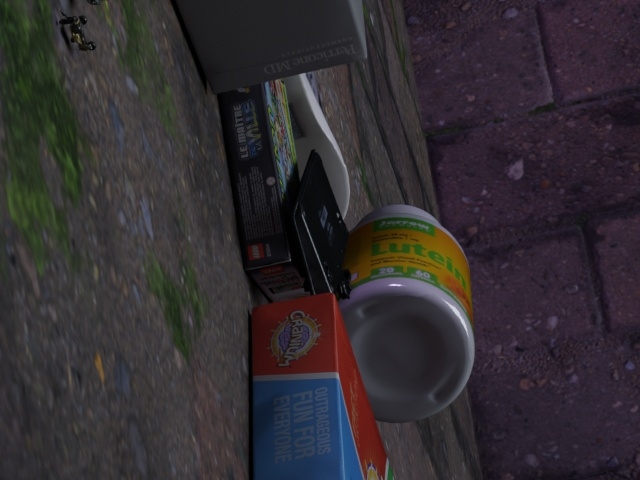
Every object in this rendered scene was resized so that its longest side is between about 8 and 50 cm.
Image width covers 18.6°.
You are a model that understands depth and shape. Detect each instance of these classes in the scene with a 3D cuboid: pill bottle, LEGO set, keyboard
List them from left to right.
[{"bbox_3d":[-0.133,-0.142,1.060,0.083,0.023,0.054,-75,153,-45],"label":"LEGO set"},{"bbox_3d":[0.000,0.000,1.516,0.180,0.023,0.108,-73,143,-73],"label":"keyboard"},{"bbox_3d":[0.071,0.055,1.800,0.245,0.136,0.136,-83,160,-68],"label":"pill bottle"}]

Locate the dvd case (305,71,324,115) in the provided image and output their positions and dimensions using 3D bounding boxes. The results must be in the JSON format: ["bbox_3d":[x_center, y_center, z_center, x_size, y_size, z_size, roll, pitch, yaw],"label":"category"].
[{"bbox_3d":[-0.021,-0.164,1.917,0.164,0.018,0.221,-81,157,-70],"label":"dvd case"}]

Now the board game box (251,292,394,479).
[{"bbox_3d":[0.021,0.234,1.414,0.242,0.064,0.316,-93,168,-51],"label":"board game box"}]

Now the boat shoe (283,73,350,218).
[{"bbox_3d":[-0.023,-0.094,1.658,0.063,0.066,0.184,-86,153,-61],"label":"boat shoe"}]

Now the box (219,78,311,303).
[{"bbox_3d":[-0.043,-0.060,1.513,0.114,0.036,0.207,56,23,-70],"label":"box"}]

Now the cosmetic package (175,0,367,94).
[{"bbox_3d":[-0.053,-0.227,1.377,0.107,0.127,0.238,-95,168,-46],"label":"cosmetic package"}]
